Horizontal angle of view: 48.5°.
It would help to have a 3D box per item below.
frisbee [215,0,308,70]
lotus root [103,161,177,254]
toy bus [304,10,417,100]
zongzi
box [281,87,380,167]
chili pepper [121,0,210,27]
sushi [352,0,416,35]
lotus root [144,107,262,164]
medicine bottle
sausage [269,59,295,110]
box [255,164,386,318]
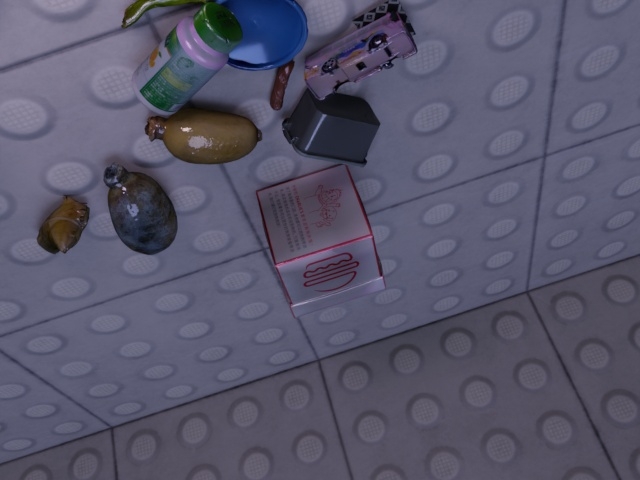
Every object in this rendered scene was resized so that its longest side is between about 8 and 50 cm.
[{"bbox_3d":[-0.148,-0.488,1.626,0.242,0.045,0.242,-3,147,-2],"label":"frisbee"},{"bbox_3d":[-0.496,-0.077,1.964,0.175,0.175,0.350,-16,148,-2],"label":"lotus root"},{"bbox_3d":[0.091,-0.446,1.711,0.274,0.112,0.090,-22,139,21],"label":"toy bus"},{"bbox_3d":[-0.718,0.001,1.942,0.099,0.197,0.194,29,130,-29],"label":"zongzi"},{"bbox_3d":[0.036,-0.305,1.892,0.243,0.163,0.135,7,131,-31],"label":"box"},{"bbox_3d":[-0.334,-0.505,1.512,0.201,0.052,0.050,-17,121,-2],"label":"chili pepper"},{"bbox_3d":[0.155,-0.528,1.728,0.120,0.026,0.126,-21,141,21],"label":"sushi"},{"bbox_3d":[-0.289,-0.263,1.814,0.303,0.131,0.146,0,142,-25],"label":"lotus root"},{"bbox_3d":[-0.294,-0.403,1.575,0.133,0.133,0.274,19,141,-42],"label":"medicine bottle"},{"bbox_3d":[-0.099,-0.395,1.800,0.036,0.042,0.158,27,137,3],"label":"sausage"},{"bbox_3d":[0.000,0.000,2.171,0.312,0.314,0.300,-18,144,0],"label":"box"}]
